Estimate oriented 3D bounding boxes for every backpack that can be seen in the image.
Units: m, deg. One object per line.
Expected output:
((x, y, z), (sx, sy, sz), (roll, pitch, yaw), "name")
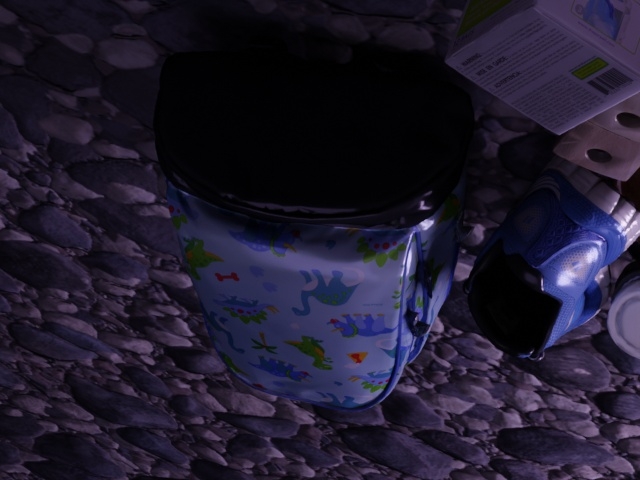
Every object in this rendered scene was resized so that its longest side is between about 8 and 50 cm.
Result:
((0.000, 0.000, 1.750), (0.290, 0.273, 0.355), (8, 163, 8), "backpack")

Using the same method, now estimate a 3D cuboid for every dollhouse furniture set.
((0.187, -0.155, 1.428), (0.183, 0.129, 0.129), (22, 153, -5), "dollhouse furniture set")

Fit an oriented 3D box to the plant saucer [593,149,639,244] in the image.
((0.364, -0.035, 1.571), (0.310, 0.050, 0.311), (21, 148, 14), "plant saucer")

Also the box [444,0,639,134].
((0.183, -0.194, 1.281), (0.103, 0.203, 0.114), (31, 153, -18), "box")

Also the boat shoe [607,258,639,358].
((0.424, 0.088, 1.758), (0.305, 0.091, 0.109), (17, 121, 5), "boat shoe")

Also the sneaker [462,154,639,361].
((0.186, 0.036, 1.706), (0.130, 0.147, 0.330), (43, 166, 14), "sneaker")
